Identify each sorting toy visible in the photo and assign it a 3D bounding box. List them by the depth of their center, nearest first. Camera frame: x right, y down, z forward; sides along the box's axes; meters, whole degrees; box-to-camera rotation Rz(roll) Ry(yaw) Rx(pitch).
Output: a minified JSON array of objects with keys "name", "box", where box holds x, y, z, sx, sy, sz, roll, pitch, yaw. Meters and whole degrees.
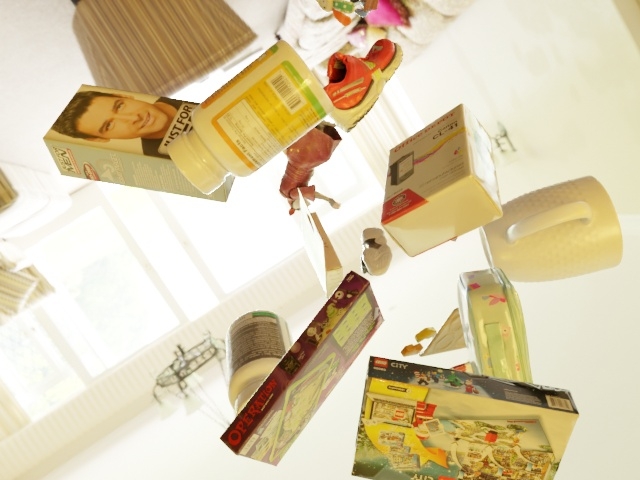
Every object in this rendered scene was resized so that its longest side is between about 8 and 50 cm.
[{"name":"sorting toy","box":[0.377,0.259,1.512,0.307,0.041,0.229,0,133,-37]}]

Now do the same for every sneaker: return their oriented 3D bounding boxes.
[{"name":"sneaker","box":[0.075,-0.334,1.016,0.107,0.118,0.279,-37,-160,48]},{"name":"sneaker","box":[0.194,0.076,1.807,0.102,0.153,0.268,-2,-148,2]}]

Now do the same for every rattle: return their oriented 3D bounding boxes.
[{"name":"rattle","box":[-0.019,-0.619,1.293,0.143,0.199,0.130,-32,-167,-40]}]

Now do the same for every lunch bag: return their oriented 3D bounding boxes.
[{"name":"lunch bag","box":[0.350,0.205,1.028,0.108,0.278,0.224,-12,-172,9]}]

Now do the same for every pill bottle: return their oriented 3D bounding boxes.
[{"name":"pill bottle","box":[-0.114,-0.186,0.817,0.246,0.136,0.136,-37,-174,6]},{"name":"pill bottle","box":[-0.159,0.369,1.446,0.204,0.204,0.361,-32,-154,4]}]

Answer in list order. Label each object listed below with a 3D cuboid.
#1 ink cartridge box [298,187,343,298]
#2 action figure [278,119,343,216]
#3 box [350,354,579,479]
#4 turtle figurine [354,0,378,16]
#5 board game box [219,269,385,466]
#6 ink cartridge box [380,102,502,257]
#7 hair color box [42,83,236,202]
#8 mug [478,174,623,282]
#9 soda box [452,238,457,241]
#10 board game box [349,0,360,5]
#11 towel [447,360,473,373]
[{"name":"ink cartridge box","box":[0.000,0.000,1.582,0.060,0.238,0.275,-13,-137,-11]},{"name":"action figure","box":[-0.070,-0.241,1.742,0.276,0.370,0.248,2,-149,-32]},{"name":"box","box":[0.161,0.232,0.619,0.233,0.159,0.044,9,-155,6]},{"name":"turtle figurine","box":[0.124,-0.834,1.508,0.274,0.198,0.266,-65,164,-11]},{"name":"board game box","box":[-0.014,0.234,0.921,0.346,0.056,0.208,-51,148,-15]},{"name":"ink cartridge box","box":[0.265,-0.138,1.162,0.226,0.131,0.306,-30,-150,32]},{"name":"hair color box","box":[-0.364,-0.213,1.120,0.113,0.375,0.185,94,6,-53]},{"name":"mug","box":[0.636,-0.024,1.463,0.328,0.276,0.374,-15,164,11]},{"name":"soda box","box":[0.471,-0.132,1.789,0.263,0.092,0.083,-68,-155,21]},{"name":"board game box","box":[0.164,-0.837,1.651,0.026,0.126,0.186,-3,-174,-39]},{"name":"towel","box":[0.339,0.417,1.369,0.329,0.236,0.037,-14,-141,-14]}]
